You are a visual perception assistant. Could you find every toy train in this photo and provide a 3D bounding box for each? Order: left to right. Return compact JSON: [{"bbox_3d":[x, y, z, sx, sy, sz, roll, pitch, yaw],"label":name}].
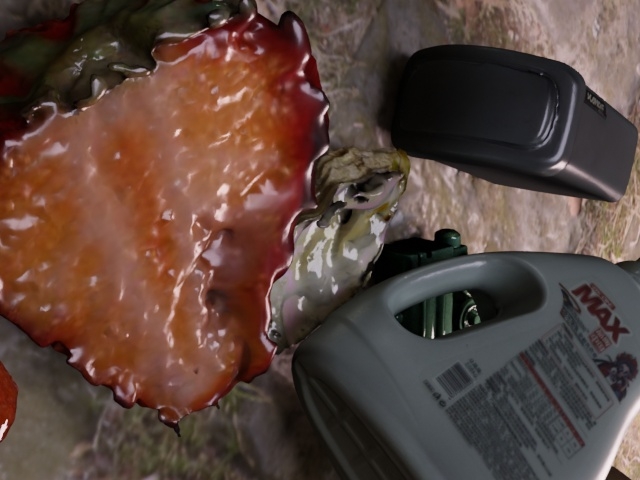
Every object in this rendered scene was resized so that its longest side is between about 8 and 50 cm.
[{"bbox_3d":[0.103,0.075,1.105,0.111,0.071,0.170,-12,109,-40],"label":"toy train"}]

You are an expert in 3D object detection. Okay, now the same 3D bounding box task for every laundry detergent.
[{"bbox_3d":[0.187,0.106,1.026,0.398,0.124,0.264,-31,79,-33],"label":"laundry detergent"}]

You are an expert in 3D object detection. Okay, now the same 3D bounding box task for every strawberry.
[{"bbox_3d":[-0.110,-0.044,0.756,0.253,0.150,0.280,-46,137,-7],"label":"strawberry"}]

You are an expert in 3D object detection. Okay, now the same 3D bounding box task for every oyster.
[{"bbox_3d":[-0.006,0.002,0.958,0.209,0.072,0.133,-59,148,5],"label":"oyster"}]

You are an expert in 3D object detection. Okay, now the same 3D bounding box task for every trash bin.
[{"bbox_3d":[0.179,-0.103,1.071,0.236,0.177,0.101,16,85,-54],"label":"trash bin"}]

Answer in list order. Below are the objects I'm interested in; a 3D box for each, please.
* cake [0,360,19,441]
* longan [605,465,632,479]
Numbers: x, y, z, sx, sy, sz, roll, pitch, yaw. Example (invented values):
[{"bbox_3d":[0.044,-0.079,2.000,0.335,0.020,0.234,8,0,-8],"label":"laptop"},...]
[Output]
[{"bbox_3d":[-0.290,0.101,0.537,0.283,0.177,0.150,-52,134,-38],"label":"cake"},{"bbox_3d":[0.195,0.336,1.115,0.297,0.297,0.297,-15,110,-49],"label":"longan"}]
